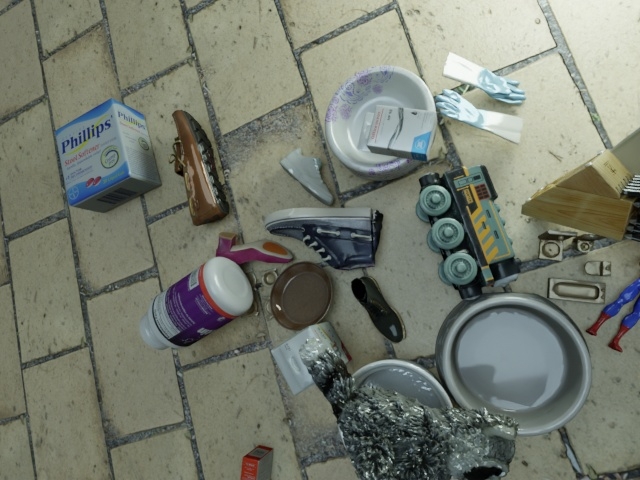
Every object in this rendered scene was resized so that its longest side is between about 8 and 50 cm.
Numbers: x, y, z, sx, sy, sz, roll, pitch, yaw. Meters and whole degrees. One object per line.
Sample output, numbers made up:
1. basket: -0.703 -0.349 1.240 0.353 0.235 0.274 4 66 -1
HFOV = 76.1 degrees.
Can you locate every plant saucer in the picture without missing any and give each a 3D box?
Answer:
1. plant saucer: -0.051 0.158 1.156 0.199 0.036 0.198 -10 66 24

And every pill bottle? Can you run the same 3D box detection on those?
1. pill bottle: -0.368 0.195 1.194 0.323 0.181 0.181 -32 75 18

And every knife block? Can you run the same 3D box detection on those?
1. knife block: 0.616 -0.055 0.873 0.088 0.275 0.242 -32 82 -29

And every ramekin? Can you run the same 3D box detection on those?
1. ramekin: 0.191 0.426 1.011 0.277 0.135 0.277 -2 84 18

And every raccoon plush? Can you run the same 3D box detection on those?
1. raccoon plush: 0.181 0.331 0.836 0.299 0.216 0.446 -36 82 3

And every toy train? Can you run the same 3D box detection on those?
1. toy train: 0.361 -0.028 1.011 0.190 0.142 0.334 -18 78 6

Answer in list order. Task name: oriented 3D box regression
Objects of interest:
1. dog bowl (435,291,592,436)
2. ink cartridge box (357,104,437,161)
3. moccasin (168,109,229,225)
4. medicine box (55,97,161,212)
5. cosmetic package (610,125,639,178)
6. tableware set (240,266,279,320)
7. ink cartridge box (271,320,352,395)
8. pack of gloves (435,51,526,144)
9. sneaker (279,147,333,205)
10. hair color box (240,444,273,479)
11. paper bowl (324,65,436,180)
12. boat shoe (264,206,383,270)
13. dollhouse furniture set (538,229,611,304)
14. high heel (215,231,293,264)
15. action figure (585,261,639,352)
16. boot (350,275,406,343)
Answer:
1. dog bowl: 0.447 0.284 0.960 0.349 0.102 0.348 -2 84 18
2. ink cartridge box: 0.177 -0.259 0.979 0.180 0.060 0.104 13 89 19
3. moccasin: -0.406 -0.232 1.296 0.147 0.139 0.380 -19 87 7
4. medicine box: -0.723 -0.279 1.392 0.263 0.149 0.289 -22 78 15
5. cosmetic package: 0.865 -0.159 0.750 0.329 0.327 0.393 -36 75 11
6. tableware set: -0.185 0.159 1.228 0.141 0.020 0.168 -12 80 17
7. ink cartridge box: -0.019 0.302 1.073 0.127 0.176 0.128 -35 75 12
8. pack of gloves: 0.404 -0.354 1.044 0.232 0.046 0.195 21 68 -2
9. sneaker: -0.023 -0.194 1.190 0.094 0.080 0.212 -44 71 -3
10. hair color box: -0.180 0.671 1.130 0.053 0.093 0.167 3 84 20
11. paper bowl: 0.165 -0.301 1.096 0.284 0.148 0.284 -2 83 18
12. boat shoe: 0.000 0.000 1.125 0.341 0.127 0.158 -2 76 18
13. dollhouse furniture set: 0.579 0.063 0.927 0.144 0.123 0.151 5 85 19
14. high heel: -0.202 0.057 1.230 0.244 0.082 0.117 12 116 7
15. action figure: 0.707 0.109 0.877 0.091 0.139 0.280 35 93 18
16. boot: 0.141 0.182 1.054 0.077 0.137 0.198 -38 74 11
